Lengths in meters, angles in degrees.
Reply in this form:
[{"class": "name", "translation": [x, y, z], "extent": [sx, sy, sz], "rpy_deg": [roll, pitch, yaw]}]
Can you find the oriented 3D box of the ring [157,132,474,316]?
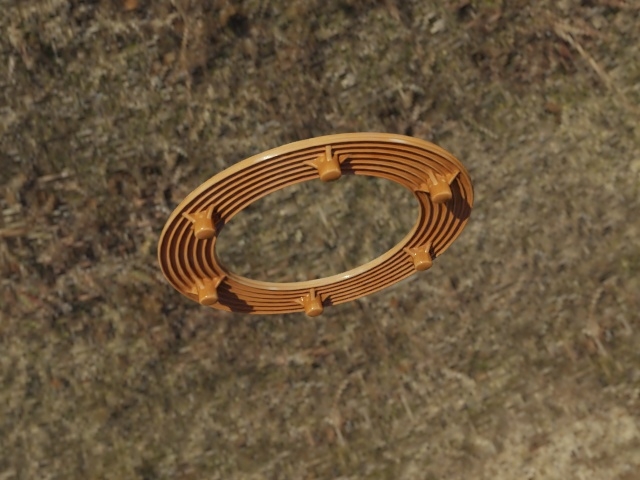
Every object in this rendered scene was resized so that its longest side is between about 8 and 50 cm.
[{"class": "ring", "translation": [0.000, 0.000, 1.178], "extent": [0.337, 0.032, 0.336], "rpy_deg": [-10, 151, -6]}]
